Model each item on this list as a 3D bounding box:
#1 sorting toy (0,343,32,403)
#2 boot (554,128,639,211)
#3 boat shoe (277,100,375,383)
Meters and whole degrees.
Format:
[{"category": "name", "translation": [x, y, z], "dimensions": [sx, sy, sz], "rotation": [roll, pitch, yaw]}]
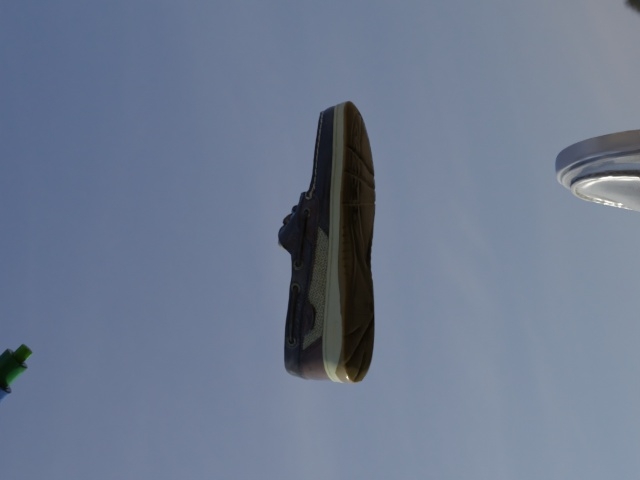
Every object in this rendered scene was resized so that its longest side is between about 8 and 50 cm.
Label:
[{"category": "sorting toy", "translation": [-0.339, 0.101, 1.101], "dimensions": [0.127, 0.126, 0.365], "rotation": [45, 178, 15]}, {"category": "boot", "translation": [0.341, -0.025, 1.143], "dimensions": [0.095, 0.258, 0.123], "rotation": [77, -164, -66]}, {"category": "boat shoe", "translation": [0.000, 0.001, 1.004], "dimensions": [0.080, 0.073, 0.224], "rotation": [23, -115, -67]}]
